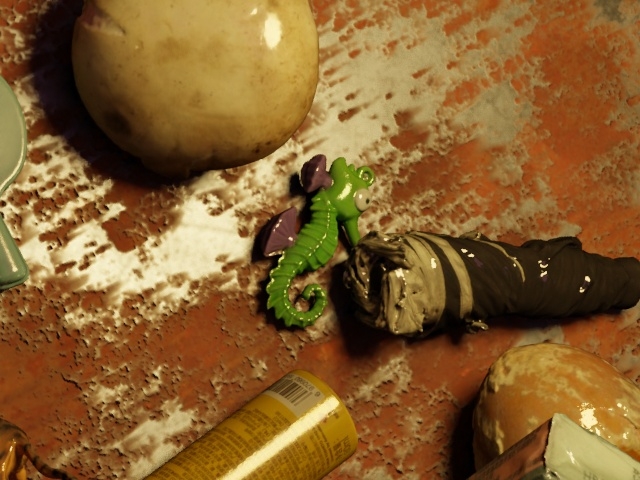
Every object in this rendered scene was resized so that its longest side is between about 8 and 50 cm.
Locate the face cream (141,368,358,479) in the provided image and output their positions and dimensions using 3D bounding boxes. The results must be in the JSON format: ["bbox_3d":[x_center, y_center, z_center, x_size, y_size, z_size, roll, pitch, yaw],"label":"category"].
[{"bbox_3d":[-0.124,0.256,1.792,0.348,0.105,0.105,-35,95,-27],"label":"face cream"}]

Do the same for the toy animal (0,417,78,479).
[{"bbox_3d":[-0.288,0.192,1.683,0.114,0.255,0.116,-1,99,-55],"label":"toy animal"}]

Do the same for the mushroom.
[{"bbox_3d":[-0.120,-0.179,1.839,0.255,0.184,0.255,-1,111,-3],"label":"mushroom"}]

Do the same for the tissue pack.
[{"bbox_3d":[0.208,0.312,1.823,0.228,0.315,0.103,31,43,-17],"label":"tissue pack"}]

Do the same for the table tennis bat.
[{"bbox_3d":[-0.333,-0.065,1.800,0.149,0.038,0.237,-22,85,-28],"label":"table tennis bat"}]

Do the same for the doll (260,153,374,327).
[{"bbox_3d":[0.000,0.000,1.935,0.115,0.050,0.190,39,70,-21],"label":"doll"}]

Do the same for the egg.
[{"bbox_3d":[0.251,0.209,1.930,0.195,0.195,0.233,-28,94,-27],"label":"egg"}]

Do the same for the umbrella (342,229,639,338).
[{"bbox_3d":[0.186,0.045,1.998,0.357,0.106,0.113,1,89,-32],"label":"umbrella"}]
